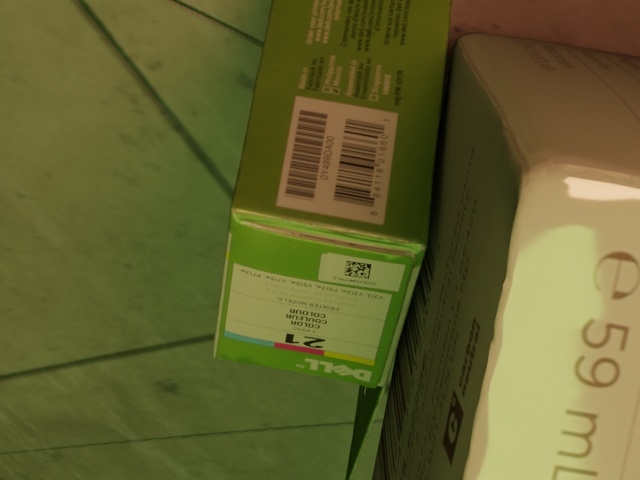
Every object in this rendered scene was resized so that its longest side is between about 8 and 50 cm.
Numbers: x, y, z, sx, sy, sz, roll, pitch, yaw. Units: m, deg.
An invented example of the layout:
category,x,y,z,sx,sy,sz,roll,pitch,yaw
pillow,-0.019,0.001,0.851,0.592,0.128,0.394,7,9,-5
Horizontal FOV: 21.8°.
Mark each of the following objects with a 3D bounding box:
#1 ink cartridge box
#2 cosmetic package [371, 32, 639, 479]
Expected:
category,x,y,z,sx,sy,sz,roll,pitch,yaw
ink cartridge box,0.000,0.000,0.921,0.097,0.189,0.255,10,142,-1
cosmetic package,0.236,0.110,0.773,0.393,0.327,0.329,8,105,-3
